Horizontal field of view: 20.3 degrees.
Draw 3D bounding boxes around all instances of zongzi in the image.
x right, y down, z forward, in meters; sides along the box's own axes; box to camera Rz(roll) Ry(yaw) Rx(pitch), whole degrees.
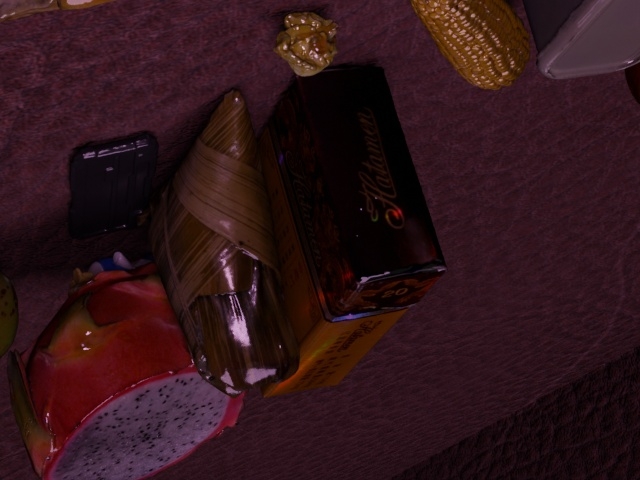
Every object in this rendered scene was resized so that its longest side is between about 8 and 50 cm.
[{"bbox_3d":[-0.093,0.005,2.035,0.134,0.286,0.288,-12,155,-28],"label":"zongzi"}]

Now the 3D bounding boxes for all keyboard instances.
[{"bbox_3d":[-0.245,-0.061,2.115,0.106,0.016,0.262,-12,161,-13],"label":"keyboard"}]

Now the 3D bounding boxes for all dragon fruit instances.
[{"bbox_3d":[-0.258,0.155,2.230,0.305,0.226,0.305,-23,154,-12],"label":"dragon fruit"}]

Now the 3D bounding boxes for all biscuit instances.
[{"bbox_3d":[-0.224,-0.217,1.547,0.174,0.039,0.183,-13,-170,-6],"label":"biscuit"}]

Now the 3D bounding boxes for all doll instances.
[{"bbox_3d":[-0.259,0.049,2.357,0.143,0.057,0.099,-8,139,-29],"label":"doll"}]

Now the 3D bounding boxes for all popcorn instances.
[{"bbox_3d":[-0.014,-0.198,1.840,0.083,0.059,0.068,-31,136,-55],"label":"popcorn"}]

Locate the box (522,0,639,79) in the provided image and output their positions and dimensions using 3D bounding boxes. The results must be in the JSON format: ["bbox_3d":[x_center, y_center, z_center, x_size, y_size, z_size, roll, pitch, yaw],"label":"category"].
[{"bbox_3d":[0.276,-0.289,1.671,0.138,0.178,0.274,-8,159,-26],"label":"box"}]

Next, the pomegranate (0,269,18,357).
[{"bbox_3d":[-0.437,0.081,2.177,0.159,0.159,0.205,-23,-175,17],"label":"pomegranate"}]

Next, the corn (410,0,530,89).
[{"bbox_3d":[0.156,-0.230,1.877,0.091,0.091,0.260,-31,158,12],"label":"corn"}]

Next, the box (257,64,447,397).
[{"bbox_3d":[0.000,0.000,2.120,0.116,0.264,0.415,-8,159,-21],"label":"box"}]

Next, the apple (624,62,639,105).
[{"bbox_3d":[0.478,-0.236,1.814,0.329,0.295,0.365,23,117,-44],"label":"apple"}]
